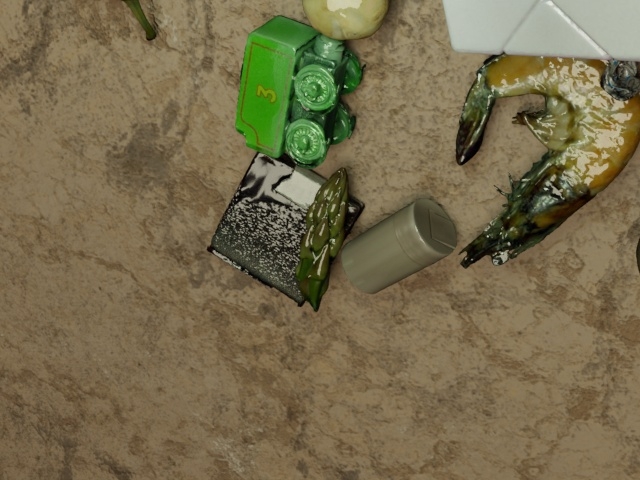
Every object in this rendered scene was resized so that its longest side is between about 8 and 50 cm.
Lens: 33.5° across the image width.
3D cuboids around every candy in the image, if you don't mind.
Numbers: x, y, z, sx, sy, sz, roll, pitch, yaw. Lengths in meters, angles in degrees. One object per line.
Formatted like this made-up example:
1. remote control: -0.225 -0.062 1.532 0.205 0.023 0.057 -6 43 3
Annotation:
1. candy: 0.503 -0.202 1.539 0.226 0.051 0.094 36 88 -10

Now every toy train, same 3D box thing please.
1. toy train: -0.040 -0.240 1.755 0.188 0.132 0.243 22 126 16

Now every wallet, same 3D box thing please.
1. wallet: -0.069 -0.021 1.956 0.221 0.071 0.262 33 122 3

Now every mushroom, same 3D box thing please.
1. mushroom: 0.041 -0.377 1.633 0.148 0.112 0.148 11 123 16

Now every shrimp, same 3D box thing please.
1. shrimp: 0.317 -0.127 1.691 0.272 0.085 0.445 34 126 4

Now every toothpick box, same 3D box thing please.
1. toothpick box: 0.135 0.011 1.849 0.181 0.111 0.111 -31 105 38

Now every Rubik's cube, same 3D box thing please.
1. Rubik's cube: 0.338 -0.423 1.284 0.319 0.316 0.321 12 127 43

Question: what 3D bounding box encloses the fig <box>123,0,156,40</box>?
1. fig: -0.333 -0.428 1.774 0.149 0.149 0.245 -6 131 28

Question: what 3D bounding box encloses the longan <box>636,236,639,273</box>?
1. longan: 0.579 0.030 1.621 0.189 0.189 0.189 12 126 18

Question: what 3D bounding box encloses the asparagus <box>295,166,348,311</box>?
1. asparagus: 0.000 0.000 1.875 0.080 0.080 0.287 23 116 10
